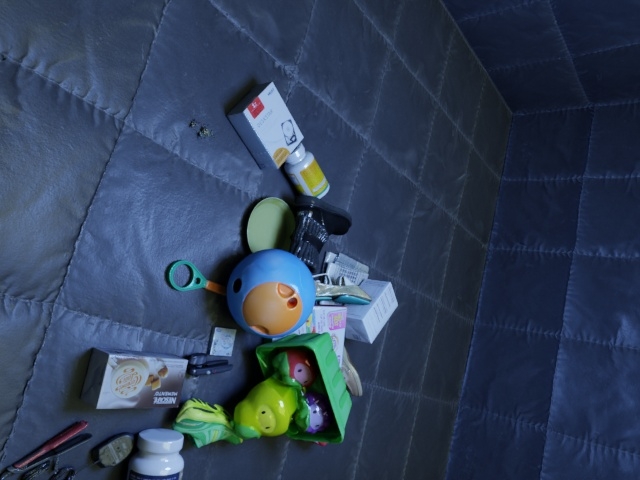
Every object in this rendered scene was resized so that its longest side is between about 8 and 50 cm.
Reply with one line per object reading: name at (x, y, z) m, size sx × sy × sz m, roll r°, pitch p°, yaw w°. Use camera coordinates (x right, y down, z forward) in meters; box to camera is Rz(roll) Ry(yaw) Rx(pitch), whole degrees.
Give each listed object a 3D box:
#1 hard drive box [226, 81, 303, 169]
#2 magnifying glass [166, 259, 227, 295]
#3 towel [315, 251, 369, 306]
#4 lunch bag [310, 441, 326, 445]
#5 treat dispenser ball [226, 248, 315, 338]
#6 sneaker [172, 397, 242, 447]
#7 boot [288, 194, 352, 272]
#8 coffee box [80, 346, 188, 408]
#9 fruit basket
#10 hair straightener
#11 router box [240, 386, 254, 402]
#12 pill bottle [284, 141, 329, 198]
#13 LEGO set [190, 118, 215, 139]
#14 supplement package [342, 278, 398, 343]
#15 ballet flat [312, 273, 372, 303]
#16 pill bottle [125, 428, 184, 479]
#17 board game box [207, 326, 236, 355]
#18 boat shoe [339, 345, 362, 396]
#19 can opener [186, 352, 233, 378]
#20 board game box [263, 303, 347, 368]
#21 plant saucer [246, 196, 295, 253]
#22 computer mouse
hard drive box at (-0.184, -0.387, 1.709) m, size 0.181 × 0.089 × 0.232 m, roll -57°, pitch 131°, yaw -31°
magnifying glass at (-0.381, 0.129, 1.568) m, size 0.231 × 0.026 × 0.092 m, roll 29°, pitch 70°, yaw -44°
towel at (0.098, 0.227, 2.104) m, size 0.312 × 0.056 × 0.324 m, roll 22°, pitch 75°, yaw -48°
lunch bag at (-0.033, 0.623, 1.941) m, size 0.293 × 0.120 × 0.258 m, roll 52°, pitch 51°, yaw -36°
treat dispenser ball at (-0.158, 0.172, 1.625) m, size 0.288 × 0.288 × 0.288 m, roll -5°, pitch 96°, yaw -49°
sneaker at (-0.357, 0.590, 1.587) m, size 0.123 × 0.109 × 0.295 m, roll -45°, pitch 134°, yaw -3°
boot at (-0.004, 0.000, 1.878) m, size 0.348 × 0.131 × 0.260 m, roll 20°, pitch 69°, yaw -52°
coffee box at (-0.506, 0.381, 1.380) m, size 0.246 × 0.098 × 0.141 m, roll 22°, pitch 76°, yaw -48°
fruit basket at (-0.097, 0.515, 1.642) m, size 0.392 × 0.282 × 0.392 m, roll 20°, pitch 66°, yaw -53°
hair straightener at (-0.673, 0.549, 1.238) m, size 0.230 × 0.047 × 0.089 m, roll -31°, pitch 115°, yaw -43°
router box at (-0.230, 0.592, 1.762) m, size 0.092 × 0.038 × 0.122 m, roll -51°, pitch 128°, yaw -34°
pill bottle at (-0.061, -0.253, 1.839) m, size 0.118 × 0.117 × 0.208 m, roll -56°, pitch 130°, yaw -31°
LEGO set at (-0.367, -0.341, 1.555) m, size 0.083 × 0.023 × 0.054 m, roll 48°, pitch 55°, yaw -24°
supplement package at (0.200, 0.291, 2.100) m, size 0.244 × 0.139 × 0.134 m, roll -46°, pitch 127°, yaw -38°
ballet flat at (0.048, 0.186, 1.938) m, size 0.348 × 0.123 × 0.123 m, roll 6°, pitch 88°, yaw -25°
pill bottle at (-0.468, 0.679, 1.404) m, size 0.153 × 0.153 × 0.265 m, roll 14°, pitch 83°, yaw -49°
board game box at (-0.324, 0.332, 1.648) m, size 0.090 × 0.020 × 0.090 m, roll 20°, pitch 79°, yaw -48°
boat shoe at (0.078, 0.518, 2.074) m, size 0.110 × 0.122 × 0.341 m, roll -25°, pitch 111°, yaw -4°
can opener at (-0.349, 0.402, 1.592) m, size 0.186 × 0.059 × 0.073 m, roll 21°, pitch 108°, yaw -51°
board game box at (-0.054, 0.357, 1.864) m, size 0.316 × 0.064 × 0.242 m, roll 7°, pitch 87°, yaw -33°
plant saucer at (-0.180, -0.032, 1.777) m, size 0.241 × 0.037 × 0.241 m, roll -3°, pitch 94°, yaw -50°
computer mouse at (-0.609, 0.592, 1.330) m, size 0.242 × 0.041 × 0.071 m, roll -24°, pitch 102°, yaw -39°
